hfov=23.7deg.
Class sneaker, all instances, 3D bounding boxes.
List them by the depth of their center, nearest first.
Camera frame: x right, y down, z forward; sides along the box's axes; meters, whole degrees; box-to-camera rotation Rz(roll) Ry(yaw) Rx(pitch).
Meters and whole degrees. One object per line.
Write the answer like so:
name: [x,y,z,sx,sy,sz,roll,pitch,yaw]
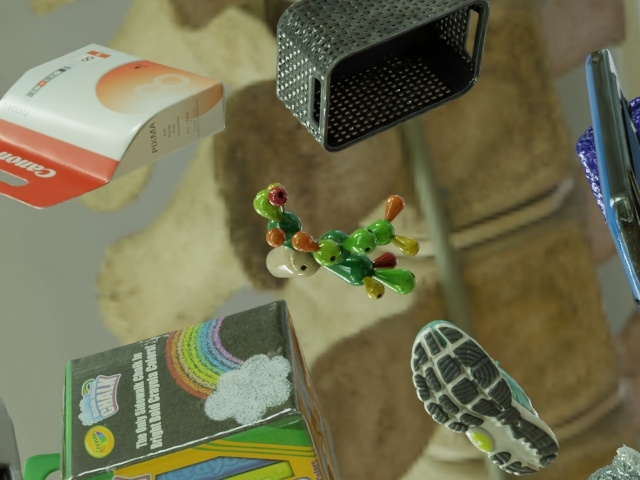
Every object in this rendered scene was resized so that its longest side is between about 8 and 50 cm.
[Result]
sneaker: [0.200,0.194,1.949,0.275,0.107,0.110,49,-164,-32]

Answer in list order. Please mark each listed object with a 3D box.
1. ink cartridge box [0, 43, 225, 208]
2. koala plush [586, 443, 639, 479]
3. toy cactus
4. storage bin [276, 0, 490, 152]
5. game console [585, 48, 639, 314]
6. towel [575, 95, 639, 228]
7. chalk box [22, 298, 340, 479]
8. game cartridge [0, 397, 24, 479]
ink cartridge box: [-0.181,-0.087,1.102,0.179,0.145,0.045,-27,-54,-43]
koala plush: [0.390,0.320,1.717,0.221,0.196,0.203,29,-140,-11]
toy cactus: [0.000,0.000,1.686,0.219,0.180,0.112,19,-111,-30]
storage bin: [0.056,-0.175,1.406,0.180,0.084,0.122,-26,-35,-22]
game console: [0.344,-0.020,1.281,0.293,0.173,0.250,-82,-29,-57]
towel: [0.415,-0.024,1.546,0.308,0.228,0.076,60,179,-19]
chalk box: [-0.139,0.209,1.443,0.180,0.289,0.179,-101,-8,-55]
game cartridge: [-0.234,0.267,1.001,0.060,0.196,0.294,3,-120,-35]
